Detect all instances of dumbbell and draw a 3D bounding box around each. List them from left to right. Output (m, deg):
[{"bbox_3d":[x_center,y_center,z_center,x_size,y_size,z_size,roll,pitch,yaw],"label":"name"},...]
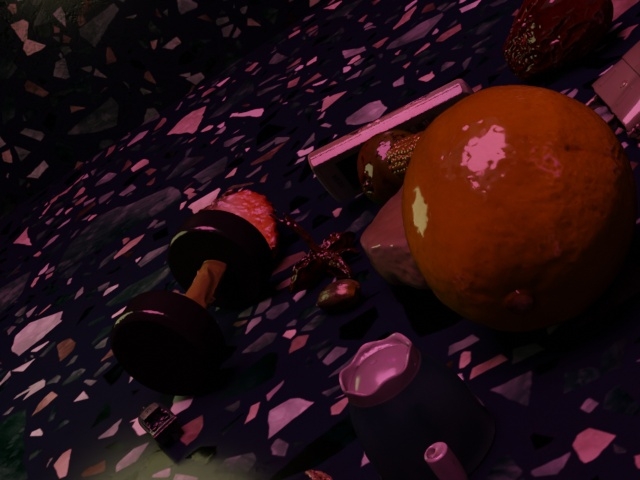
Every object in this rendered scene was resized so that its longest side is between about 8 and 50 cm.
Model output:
[{"bbox_3d":[-0.230,0.110,2.107,0.204,0.203,0.322,-19,28,34],"label":"dumbbell"}]

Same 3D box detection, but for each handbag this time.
[{"bbox_3d":[0.561,-0.264,1.939,0.315,0.109,0.241,-43,20,16],"label":"handbag"}]

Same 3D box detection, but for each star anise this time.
[{"bbox_3d":[-0.009,0.005,2.094,0.141,0.144,0.158,-16,28,22],"label":"star anise"}]

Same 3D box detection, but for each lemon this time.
[{"bbox_3d":[0.272,-0.044,1.575,0.348,0.348,0.348,-29,24,14],"label":"lemon"}]

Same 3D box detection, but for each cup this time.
[{"bbox_3d":[0.112,0.218,1.477,0.167,0.173,0.299,-37,24,0],"label":"cup"}]

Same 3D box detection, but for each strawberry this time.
[{"bbox_3d":[-0.161,0.006,2.359,0.190,0.111,0.236,-30,45,-15],"label":"strawberry"}]

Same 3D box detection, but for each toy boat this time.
[{"bbox_3d":[-0.288,0.311,1.991,0.055,0.060,0.141,-43,21,-13],"label":"toy boat"}]

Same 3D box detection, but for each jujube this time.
[{"bbox_3d":[0.460,-0.419,2.244,0.236,0.168,0.168,-44,18,25],"label":"jujube"}]

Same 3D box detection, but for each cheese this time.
[{"bbox_3d":[0.220,-0.048,1.908,0.326,0.115,0.318,-28,25,14],"label":"cheese"}]

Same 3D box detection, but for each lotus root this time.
[{"bbox_3d":[0.028,0.096,1.979,0.099,0.049,0.054,-23,27,40],"label":"lotus root"}]

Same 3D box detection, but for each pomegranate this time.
[{"bbox_3d":[0.160,-0.145,2.123,0.205,0.159,0.159,-37,23,-14],"label":"pomegranate"}]

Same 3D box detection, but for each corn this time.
[{"bbox_3d":[0.235,-0.147,1.828,0.320,0.097,0.097,-6,37,47],"label":"corn"}]

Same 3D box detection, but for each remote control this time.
[{"bbox_3d":[0.154,-0.191,2.215,0.344,0.145,0.050,-26,53,13],"label":"remote control"}]

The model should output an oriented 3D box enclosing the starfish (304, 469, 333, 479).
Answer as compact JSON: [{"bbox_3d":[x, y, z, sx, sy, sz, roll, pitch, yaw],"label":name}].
[{"bbox_3d":[0.016,0.360,1.491,0.213,0.057,0.238,-38,16,9],"label":"starfish"}]
